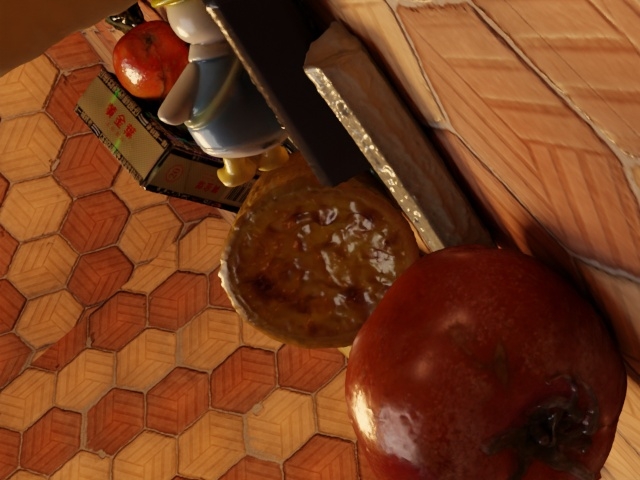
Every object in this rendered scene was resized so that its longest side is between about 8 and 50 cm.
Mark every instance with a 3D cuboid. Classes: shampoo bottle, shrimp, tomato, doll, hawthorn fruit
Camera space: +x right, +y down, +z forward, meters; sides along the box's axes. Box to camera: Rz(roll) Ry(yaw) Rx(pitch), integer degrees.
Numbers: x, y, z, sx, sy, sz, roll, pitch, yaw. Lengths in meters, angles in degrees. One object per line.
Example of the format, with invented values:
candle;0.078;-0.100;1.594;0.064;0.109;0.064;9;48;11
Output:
shampoo bottle;-0.043;-0.173;0.976;0.309;0.071;0.098;54;-166;-47
shrimp;-0.339;-0.387;1.933;0.365;0.071;0.233;43;-179;41
tomato;0.124;0.118;0.951;0.232;0.232;0.188;53;176;-31
doll;-0.089;-0.168;1.100;0.099;0.135;0.241;-78;-28;-67
hawthorn fruit;-0.243;-0.260;1.730;0.128;0.128;0.128;49;174;7

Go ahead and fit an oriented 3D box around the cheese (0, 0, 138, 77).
cheese;-0.263;-0.274;0.935;0.384;0.384;0.104;53;174;-31

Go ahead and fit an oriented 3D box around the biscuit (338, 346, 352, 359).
biscuit;0.133;0.154;1.513;0.446;0.104;0.429;42;168;-10

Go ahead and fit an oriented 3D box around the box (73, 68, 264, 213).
box;-0.209;-0.144;1.855;0.198;0.084;0.310;46;-164;28

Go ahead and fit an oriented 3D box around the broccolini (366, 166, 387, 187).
broccolini;0.070;-0.061;1.164;0.140;0.030;0.035;45;138;0

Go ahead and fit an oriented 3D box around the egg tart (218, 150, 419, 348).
egg tart;0.000;0.000;1.251;0.202;0.202;0.147;52;-164;-21

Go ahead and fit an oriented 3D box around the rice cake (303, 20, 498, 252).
rice cake;0.073;-0.065;0.978;0.256;0.052;0.057;52;-157;-27

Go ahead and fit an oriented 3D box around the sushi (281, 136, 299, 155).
sushi;-0.085;-0.146;1.651;0.193;0.040;0.210;49;174;-1
